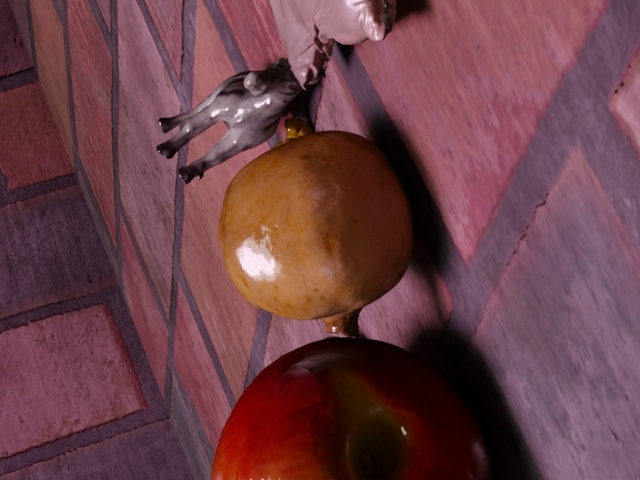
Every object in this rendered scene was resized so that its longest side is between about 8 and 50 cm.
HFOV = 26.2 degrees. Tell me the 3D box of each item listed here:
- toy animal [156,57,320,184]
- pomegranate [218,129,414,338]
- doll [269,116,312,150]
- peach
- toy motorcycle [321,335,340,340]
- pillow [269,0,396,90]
[{"bbox_3d":[-0.098,-0.129,1.495,0.090,0.170,0.255,56,167,-13],"label":"toy animal"},{"bbox_3d":[0.000,0.000,1.274,0.196,0.196,0.196,162,90,-74],"label":"pomegranate"},{"bbox_3d":[-0.046,-0.041,1.536,0.188,0.096,0.145,132,144,-61],"label":"doll"},{"bbox_3d":[0.018,0.236,1.318,0.338,0.281,0.281,119,131,-65],"label":"peach"},{"bbox_3d":[0.021,0.192,1.572,0.215,0.080,0.122,70,-163,-54],"label":"toy motorcycle"},{"bbox_3d":[0.001,-0.234,1.225,0.270,0.067,0.173,161,96,-74],"label":"pillow"}]
